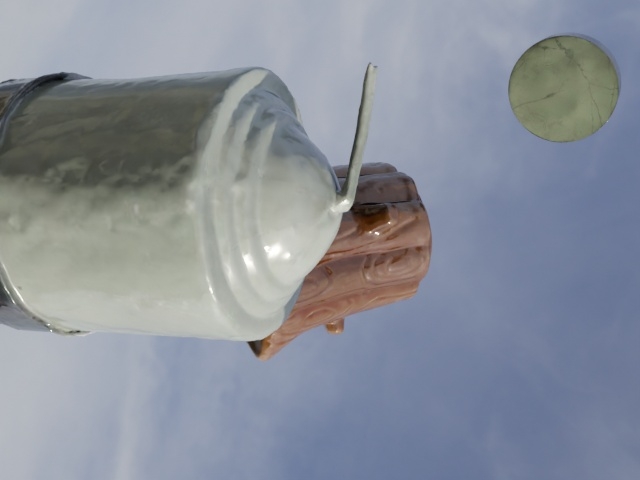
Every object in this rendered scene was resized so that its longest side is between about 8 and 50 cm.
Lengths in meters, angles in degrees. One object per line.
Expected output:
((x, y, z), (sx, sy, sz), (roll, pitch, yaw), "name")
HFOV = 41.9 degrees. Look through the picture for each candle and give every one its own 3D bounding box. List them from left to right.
((-0.125, -0.027, 0.666), (0.343, 0.221, 0.221), (2, -112, 23), "candle")

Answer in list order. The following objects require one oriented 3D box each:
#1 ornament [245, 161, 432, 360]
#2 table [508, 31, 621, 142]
((0.000, 0.000, 0.986), (0.221, 0.218, 0.235), (-41, -117, 56), "ornament")
((0.307, -0.193, 1.052), (0.133, 0.133, 0.043), (-38, -179, 31), "table")
